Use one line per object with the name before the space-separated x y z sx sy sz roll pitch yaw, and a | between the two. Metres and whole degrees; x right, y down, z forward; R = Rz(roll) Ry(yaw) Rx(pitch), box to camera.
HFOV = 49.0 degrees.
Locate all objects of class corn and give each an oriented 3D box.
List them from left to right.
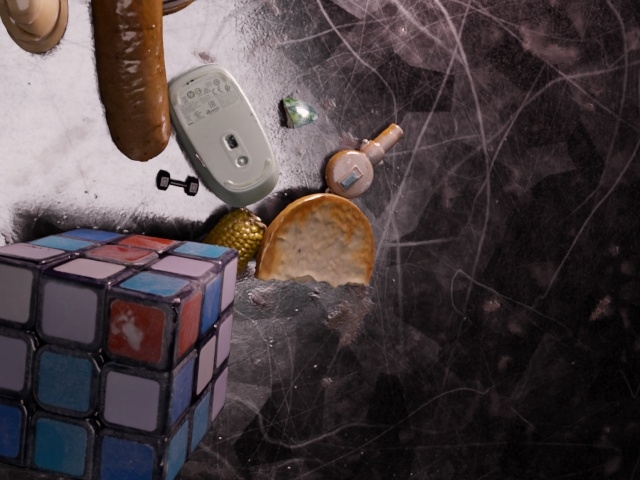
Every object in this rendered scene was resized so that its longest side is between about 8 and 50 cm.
corn | -0.230 0.064 1.440 0.106 0.106 0.305 42 86 -21

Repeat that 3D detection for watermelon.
watermelon | -0.045 -0.257 1.477 0.085 0.085 0.061 28 131 -22

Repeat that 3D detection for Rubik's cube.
Rubik's cube | -0.359 0.189 1.234 0.358 0.363 0.362 8 100 10

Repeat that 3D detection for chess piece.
chess piece | -0.476 -0.391 1.156 0.124 0.307 0.139 43 86 -22

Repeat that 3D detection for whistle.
whistle | 0.094 -0.170 1.531 0.220 0.057 0.107 -42 110 -9

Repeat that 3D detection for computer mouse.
computer mouse | -0.193 -0.205 1.405 0.159 0.097 0.289 -30 92 -12

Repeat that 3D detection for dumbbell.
dumbbell | -0.288 -0.114 1.421 0.083 0.040 0.036 11 128 -20

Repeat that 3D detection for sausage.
sausage | -0.335 -0.375 1.242 0.123 0.136 0.501 8 118 12

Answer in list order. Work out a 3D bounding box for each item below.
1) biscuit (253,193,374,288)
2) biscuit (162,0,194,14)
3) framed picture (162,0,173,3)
biscuit | 0.000 0.000 1.503 0.308 0.040 0.205 6 100 -38
biscuit | -0.296 -0.532 1.331 0.181 0.049 0.208 32 88 -21
framed picture | -0.273 -0.536 1.298 0.127 0.023 0.169 -22 104 -16
